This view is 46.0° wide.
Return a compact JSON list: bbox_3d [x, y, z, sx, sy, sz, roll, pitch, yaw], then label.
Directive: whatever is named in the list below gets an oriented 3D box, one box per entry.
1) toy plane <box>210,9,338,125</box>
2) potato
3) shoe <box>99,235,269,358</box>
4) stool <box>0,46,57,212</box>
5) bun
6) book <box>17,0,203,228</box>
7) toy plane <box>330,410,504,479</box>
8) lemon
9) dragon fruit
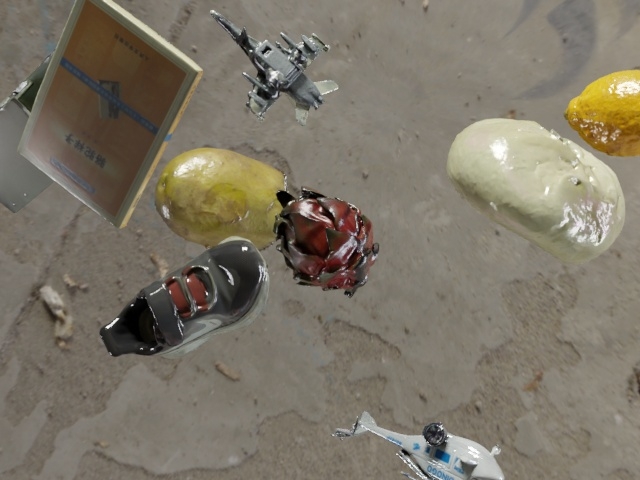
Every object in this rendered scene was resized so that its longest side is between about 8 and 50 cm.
[{"bbox_3d":[-0.096,-0.326,1.344,0.262,0.088,0.192,42,79,-9],"label":"toy plane"},{"bbox_3d":[-0.217,-0.086,1.572,0.266,0.229,0.229,16,102,-28],"label":"potato"},{"bbox_3d":[-0.156,0.076,0.849,0.227,0.112,0.099,-35,75,38],"label":"shoe"},{"bbox_3d":[-0.562,-0.232,1.521,0.269,0.244,0.170,-28,120,36],"label":"stool"},{"bbox_3d":[0.421,-0.110,1.466,0.361,0.361,0.213,32,99,0],"label":"bun"},{"bbox_3d":[-0.255,-0.150,0.890,0.170,0.018,0.242,37,120,4],"label":"book"},{"bbox_3d":[0.163,0.327,1.189,0.182,0.273,0.107,24,85,-34],"label":"toy plane"},{"bbox_3d":[0.496,-0.206,1.234,0.187,0.142,0.142,5,100,22],"label":"lemon"},{"bbox_3d":[0.008,0.003,1.314,0.188,0.182,0.182,11,102,-26],"label":"dragon fruit"}]
